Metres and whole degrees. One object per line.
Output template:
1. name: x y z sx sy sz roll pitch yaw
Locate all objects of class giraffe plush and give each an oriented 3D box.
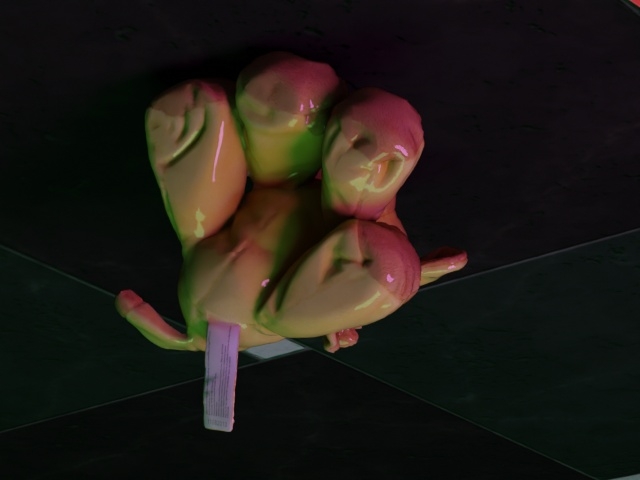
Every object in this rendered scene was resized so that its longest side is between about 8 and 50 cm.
1. giraffe plush: 0.000 0.000 1.107 0.181 0.210 0.170 23 -167 25

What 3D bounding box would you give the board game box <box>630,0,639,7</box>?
1. board game box: 0.307 -0.160 0.844 0.316 0.064 0.242 -21 149 38
